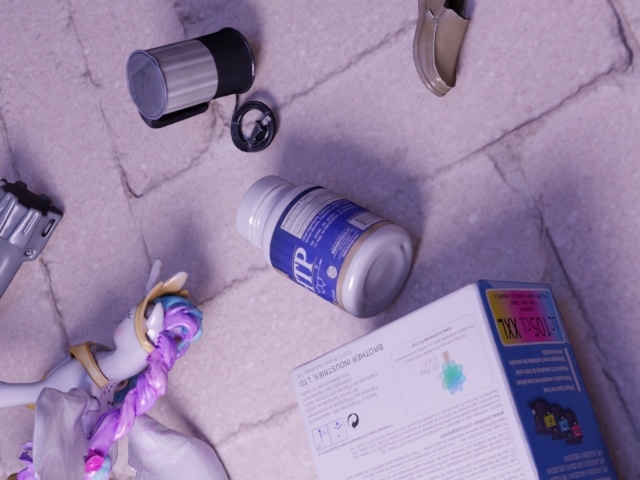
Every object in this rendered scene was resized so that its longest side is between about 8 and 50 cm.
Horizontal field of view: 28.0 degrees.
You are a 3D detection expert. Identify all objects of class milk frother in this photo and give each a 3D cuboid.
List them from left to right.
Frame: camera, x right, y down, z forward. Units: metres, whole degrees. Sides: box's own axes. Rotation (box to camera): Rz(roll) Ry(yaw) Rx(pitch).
[{"bbox_3d":[-0.139,-0.167,1.528,0.143,0.135,0.129,41,137,32],"label":"milk frother"}]

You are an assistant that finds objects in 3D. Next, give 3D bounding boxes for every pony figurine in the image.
[{"bbox_3d":[-0.274,0.231,1.499,0.363,0.303,0.351,-30,52,27],"label":"pony figurine"}]

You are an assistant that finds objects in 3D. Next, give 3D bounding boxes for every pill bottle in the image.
[{"bbox_3d":[0.000,0.000,1.434,0.187,0.112,0.112,28,99,33],"label":"pill bottle"}]

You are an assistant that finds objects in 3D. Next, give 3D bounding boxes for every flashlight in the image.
[{"bbox_3d":[-0.476,0.055,1.739,0.103,0.103,0.304,44,108,32],"label":"flashlight"}]

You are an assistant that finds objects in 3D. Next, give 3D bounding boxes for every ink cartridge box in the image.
[{"bbox_3d":[0.150,0.269,1.260,0.270,0.151,0.395,-29,67,39],"label":"ink cartridge box"}]

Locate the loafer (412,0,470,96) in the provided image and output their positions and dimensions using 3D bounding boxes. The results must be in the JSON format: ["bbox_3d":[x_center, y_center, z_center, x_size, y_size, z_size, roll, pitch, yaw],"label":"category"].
[{"bbox_3d":[0.135,-0.232,1.409,0.050,0.056,0.148,-8,80,38],"label":"loafer"}]
